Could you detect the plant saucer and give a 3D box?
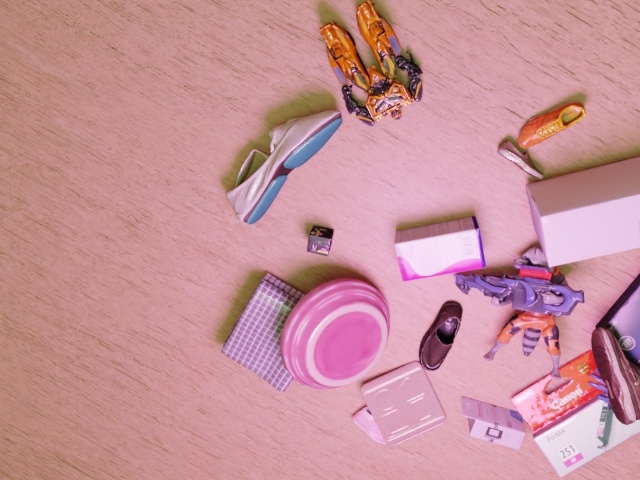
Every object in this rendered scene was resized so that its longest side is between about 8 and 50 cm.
[{"bbox_3d":[0.056,0.267,1.848,0.331,0.084,0.333,-11,116,-25],"label":"plant saucer"}]

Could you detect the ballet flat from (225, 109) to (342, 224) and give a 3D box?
[{"bbox_3d":[-0.113,-0.216,1.780,0.139,0.139,0.400,40,110,-7],"label":"ballet flat"}]

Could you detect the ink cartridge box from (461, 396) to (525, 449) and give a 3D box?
[{"bbox_3d":[0.483,0.520,1.953,0.180,0.104,0.060,15,112,3],"label":"ink cartridge box"}]

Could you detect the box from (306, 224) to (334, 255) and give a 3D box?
[{"bbox_3d":[0.000,0.000,1.851,0.062,0.083,0.052,11,110,4],"label":"box"}]

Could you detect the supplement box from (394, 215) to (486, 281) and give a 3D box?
[{"bbox_3d":[0.313,0.022,1.800,0.219,0.114,0.111,-11,108,10],"label":"supplement box"}]

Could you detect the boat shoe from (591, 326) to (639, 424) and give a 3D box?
[{"bbox_3d":[0.775,0.336,1.753,0.095,0.095,0.258,-19,96,-4],"label":"boat shoe"}]

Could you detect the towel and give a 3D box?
[{"bbox_3d":[-0.129,0.268,1.944,0.234,0.121,0.284,29,111,-2],"label":"towel"}]

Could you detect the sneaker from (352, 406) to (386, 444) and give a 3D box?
[{"bbox_3d":[0.166,0.547,2.035,0.134,0.051,0.070,39,115,-2],"label":"sneaker"}]

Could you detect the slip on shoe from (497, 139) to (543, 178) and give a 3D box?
[{"bbox_3d":[0.513,-0.204,1.729,0.135,0.051,0.041,34,98,2],"label":"slip on shoe"}]

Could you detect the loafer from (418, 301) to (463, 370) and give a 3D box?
[{"bbox_3d":[0.331,0.276,1.903,0.080,0.078,0.220,17,110,2],"label":"loafer"}]

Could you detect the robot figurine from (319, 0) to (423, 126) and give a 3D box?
[{"bbox_3d":[0.125,-0.425,1.685,0.211,0.085,0.291,-26,103,17],"label":"robot figurine"}]

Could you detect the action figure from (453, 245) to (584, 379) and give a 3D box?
[{"bbox_3d":[0.530,0.169,1.828,0.341,0.178,0.331,17,106,31],"label":"action figure"}]

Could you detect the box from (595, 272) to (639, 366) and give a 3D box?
[{"bbox_3d":[0.869,0.192,1.766,0.184,0.103,0.261,36,111,13],"label":"box"}]

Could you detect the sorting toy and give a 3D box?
[{"bbox_3d":[0.242,0.476,1.997,0.192,0.038,0.208,-26,99,4],"label":"sorting toy"}]

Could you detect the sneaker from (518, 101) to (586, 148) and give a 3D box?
[{"bbox_3d":[0.565,-0.286,1.681,0.175,0.067,0.064,-34,103,19],"label":"sneaker"}]

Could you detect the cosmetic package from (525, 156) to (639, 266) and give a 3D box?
[{"bbox_3d":[0.706,-0.082,1.655,0.365,0.197,0.155,-14,118,14],"label":"cosmetic package"}]

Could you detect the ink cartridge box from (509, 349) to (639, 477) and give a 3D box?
[{"bbox_3d":[0.703,0.474,1.877,0.275,0.060,0.239,-36,83,12],"label":"ink cartridge box"}]

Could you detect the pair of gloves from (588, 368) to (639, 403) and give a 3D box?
[{"bbox_3d":[0.814,0.360,1.832,0.159,0.198,0.023,31,155,8],"label":"pair of gloves"}]
